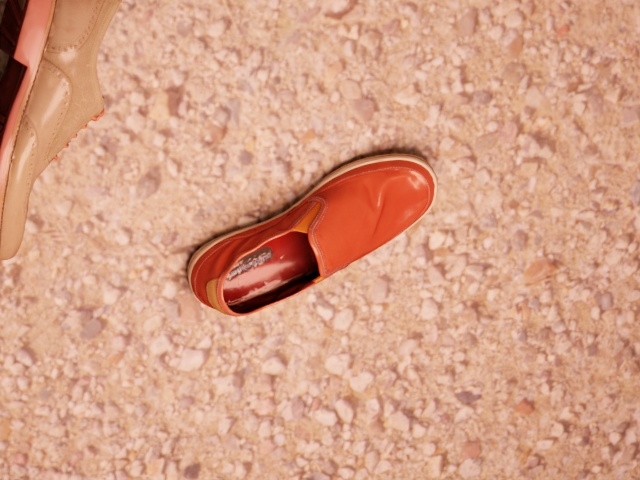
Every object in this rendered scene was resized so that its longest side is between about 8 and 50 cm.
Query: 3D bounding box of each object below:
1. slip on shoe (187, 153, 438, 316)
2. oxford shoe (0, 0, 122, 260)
[{"bbox_3d":[0.000,0.000,2.036,0.331,0.101,0.123,-26,118,-9],"label":"slip on shoe"},{"bbox_3d":[-0.301,-0.129,1.854,0.130,0.123,0.348,8,110,-26],"label":"oxford shoe"}]
